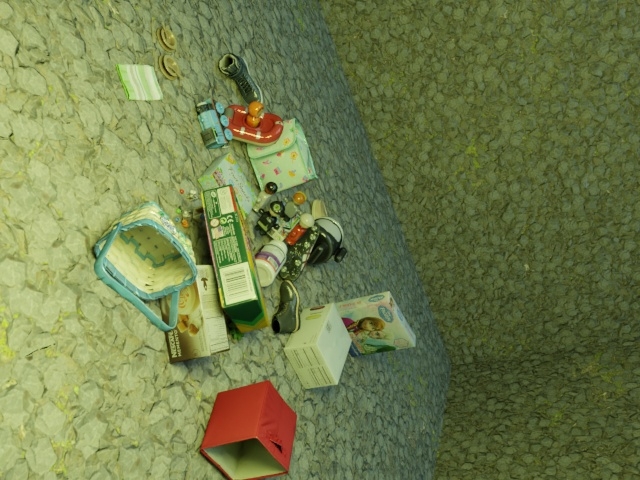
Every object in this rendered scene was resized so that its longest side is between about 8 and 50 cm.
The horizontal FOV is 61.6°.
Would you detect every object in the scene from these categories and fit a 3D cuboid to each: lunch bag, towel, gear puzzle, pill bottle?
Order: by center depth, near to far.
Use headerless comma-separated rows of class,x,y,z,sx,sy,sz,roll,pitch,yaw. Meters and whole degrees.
towel,-0.547,-0.482,1.632,0.152,0.023,0.113,-34,105,-64
gear puzzle,-0.277,0.229,1.753,0.175,0.044,0.339,64,26,-21
pill bottle,-0.188,0.075,1.957,0.108,0.108,0.193,65,26,-20
lunch bag,-0.157,-0.332,2.125,0.160,0.223,0.262,-35,108,-72

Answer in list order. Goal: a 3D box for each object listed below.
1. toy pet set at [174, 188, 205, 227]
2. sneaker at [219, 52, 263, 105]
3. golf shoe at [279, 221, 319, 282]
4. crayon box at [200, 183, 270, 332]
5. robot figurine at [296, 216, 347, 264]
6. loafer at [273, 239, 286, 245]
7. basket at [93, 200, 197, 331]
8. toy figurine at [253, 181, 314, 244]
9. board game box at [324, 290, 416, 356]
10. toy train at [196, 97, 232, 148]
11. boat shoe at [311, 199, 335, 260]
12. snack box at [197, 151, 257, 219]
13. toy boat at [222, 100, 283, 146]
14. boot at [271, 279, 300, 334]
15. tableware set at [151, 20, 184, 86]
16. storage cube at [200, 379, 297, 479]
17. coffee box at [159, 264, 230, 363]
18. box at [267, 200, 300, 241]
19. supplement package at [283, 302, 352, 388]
toy pet set,-0.388,-0.095,1.686,0.114,0.065,0.122,42,40,-49
sneaker,-0.316,-0.631,2.116,0.226,0.086,0.163,64,14,0
golf shoe,-0.086,0.043,2.142,0.120,0.105,0.273,86,29,-68
crayon box,-0.252,0.065,1.623,0.313,0.106,0.363,85,-9,-68
robot figurine,0.000,-0.003,2.320,0.278,0.173,0.209,-45,122,-62
loafer,-0.160,0.013,2.122,0.056,0.050,0.148,57,30,-35
basket,-0.435,0.054,1.333,0.255,0.201,0.289,55,21,-37
toy figurine,-0.141,-0.110,2.014,0.213,0.148,0.209,20,36,-30
board game box,0.219,0.380,2.385,0.318,0.318,0.066,56,30,-33
toy train,-0.377,-0.410,1.886,0.105,0.080,0.184,-25,99,-59
boat shoe,0.033,-0.053,2.512,0.109,0.098,0.302,14,63,-62
snack box,-0.319,-0.178,1.877,0.207,0.070,0.174,63,27,-26
toy boat,-0.247,-0.452,1.994,0.231,0.151,0.151,13,53,-14
boot,-0.139,0.250,2.007,0.137,0.077,0.198,0,74,-59
tableware set,-0.503,-0.630,1.793,0.128,0.039,0.194,19,59,-61
storage cube,-0.196,0.548,1.542,0.183,0.215,0.193,59,23,-30
coffee box,-0.355,0.202,1.491,0.098,0.141,0.246,4,73,-65
box,-0.159,-0.075,2.139,0.114,0.036,0.207,41,30,-5
supplement package,-0.004,0.408,2.102,0.204,0.145,0.262,65,26,-21
